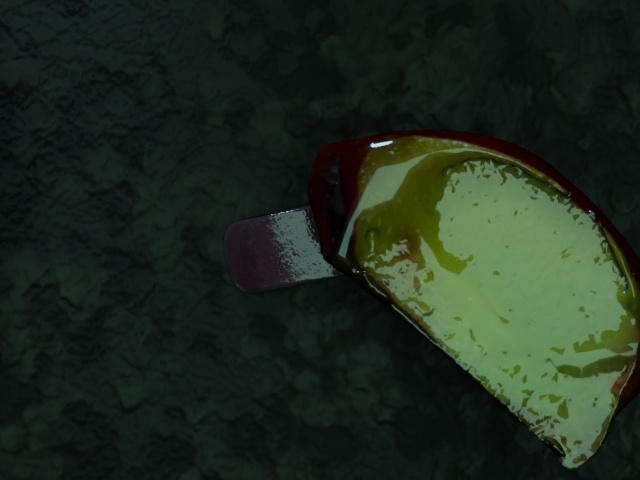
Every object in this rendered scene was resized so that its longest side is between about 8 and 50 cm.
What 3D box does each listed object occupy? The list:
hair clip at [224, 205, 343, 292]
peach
[{"bbox_3d":[0.000,0.000,1.381,0.137,0.022,0.054,-11,94,-5],"label":"hair clip"},{"bbox_3d":[0.112,0.015,1.326,0.267,0.154,0.159,39,85,3],"label":"peach"}]
